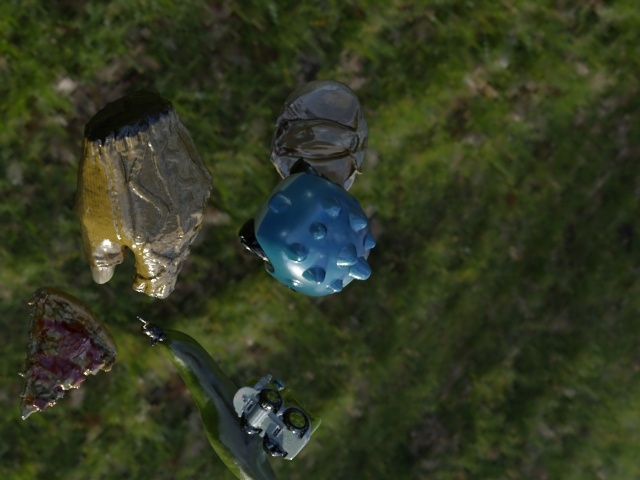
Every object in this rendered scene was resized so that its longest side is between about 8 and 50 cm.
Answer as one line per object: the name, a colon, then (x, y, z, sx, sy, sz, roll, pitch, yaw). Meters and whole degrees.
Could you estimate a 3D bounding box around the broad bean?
broad bean: (-0.152, 0.223, 1.820, 0.075, 0.325, 0.067, -41, -170, -38)

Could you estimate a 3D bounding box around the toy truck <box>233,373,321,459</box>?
toy truck: (-0.053, 0.214, 1.635, 0.077, 0.111, 0.076, -39, 170, -49)

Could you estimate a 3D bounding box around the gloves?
gloves: (-0.253, -0.051, 1.879, 0.203, 0.155, 0.356, -37, 148, -28)

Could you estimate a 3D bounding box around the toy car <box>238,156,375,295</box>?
toy car: (0.000, 0.000, 2.134, 0.188, 0.190, 0.255, -51, 149, -7)

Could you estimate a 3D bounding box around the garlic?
garlic: (-0.005, -0.190, 2.427, 0.143, 0.177, 0.230, -118, -144, -80)

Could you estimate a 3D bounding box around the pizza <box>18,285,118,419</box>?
pizza: (-0.391, 0.182, 1.944, 0.188, 0.062, 0.199, 44, 58, -39)
